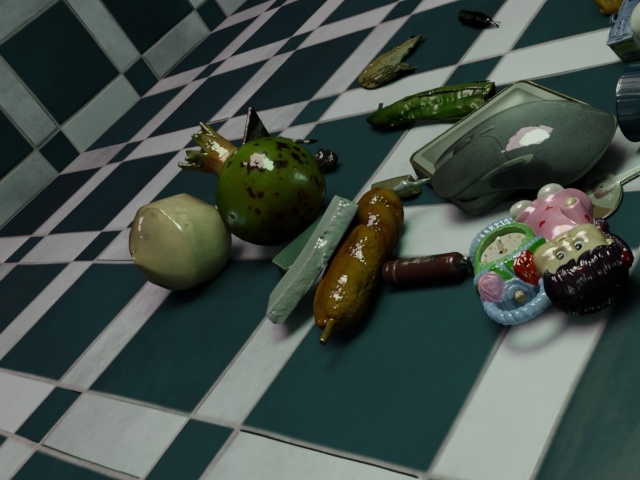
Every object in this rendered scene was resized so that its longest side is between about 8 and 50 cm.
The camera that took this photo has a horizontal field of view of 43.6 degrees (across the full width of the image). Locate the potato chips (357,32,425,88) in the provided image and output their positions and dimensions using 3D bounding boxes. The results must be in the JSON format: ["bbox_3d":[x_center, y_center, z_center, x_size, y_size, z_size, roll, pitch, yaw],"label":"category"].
[{"bbox_3d":[0.180,-0.444,2.016,0.202,0.029,0.220,-26,25,18],"label":"potato chips"}]

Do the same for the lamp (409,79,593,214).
[{"bbox_3d":[0.310,-0.168,1.388,0.269,0.047,0.266,-35,26,0],"label":"lamp"}]

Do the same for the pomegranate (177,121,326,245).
[{"bbox_3d":[-0.129,-0.115,1.544,0.231,0.286,0.231,-48,19,22],"label":"pomegranate"}]

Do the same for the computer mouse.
[{"bbox_3d":[0.270,-0.141,1.260,0.379,0.090,0.167,-16,36,32],"label":"computer mouse"}]

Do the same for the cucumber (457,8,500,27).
[{"bbox_3d":[0.375,-0.526,1.912,0.163,0.043,0.039,-121,49,-65],"label":"cucumber"}]

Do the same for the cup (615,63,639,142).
[{"bbox_3d":[0.519,-0.214,1.144,0.138,0.113,0.150,4,52,49],"label":"cup"}]

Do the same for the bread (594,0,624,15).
[{"bbox_3d":[0.640,-0.570,1.536,0.294,0.167,0.132,-38,3,-2],"label":"bread"}]

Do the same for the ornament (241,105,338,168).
[{"bbox_3d":[-0.052,-0.193,1.766,0.196,0.166,0.153,-1,61,19],"label":"ornament"}]

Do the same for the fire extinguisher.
[{"bbox_3d":[0.168,0.043,1.213,0.158,0.043,0.064,-9,-6,40],"label":"fire extinguisher"}]

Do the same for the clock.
[{"bbox_3d":[0.291,0.031,1.033,0.194,0.100,0.195,-33,24,13],"label":"clock"}]

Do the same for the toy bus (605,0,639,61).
[{"bbox_3d":[0.569,-0.407,1.414,0.064,0.075,0.190,-8,46,58],"label":"toy bus"}]

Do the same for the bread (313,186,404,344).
[{"bbox_3d":[0.060,0.044,1.291,0.124,0.084,0.344,-51,11,45],"label":"bread"}]

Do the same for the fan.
[{"bbox_3d":[0.410,-0.076,1.163,0.226,0.008,0.152,-28,27,18],"label":"fan"}]

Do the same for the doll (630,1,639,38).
[{"bbox_3d":[0.708,-0.478,1.275,0.376,0.187,0.366,7,53,20],"label":"doll"}]

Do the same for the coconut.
[{"bbox_3d":[-0.298,0.007,1.646,0.224,0.224,0.224,-27,28,16],"label":"coconut"}]

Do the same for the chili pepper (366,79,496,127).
[{"bbox_3d":[0.210,-0.277,1.663,0.359,0.076,0.085,4,71,51],"label":"chili pepper"}]

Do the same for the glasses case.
[{"bbox_3d":[0.000,0.000,1.479,0.184,0.039,0.078,-42,27,-12],"label":"glasses case"}]

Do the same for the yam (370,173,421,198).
[{"bbox_3d":[0.137,-0.095,1.474,0.094,0.043,0.043,-14,34,39],"label":"yam"}]

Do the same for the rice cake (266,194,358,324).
[{"bbox_3d":[-0.014,0.030,1.343,0.237,0.043,0.127,-57,6,5],"label":"rice cake"}]
